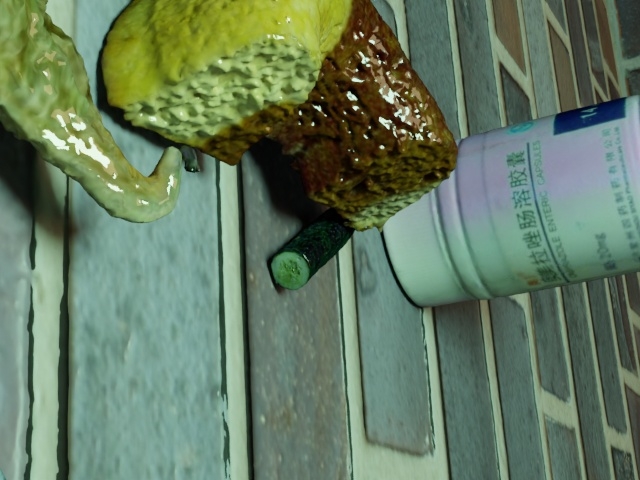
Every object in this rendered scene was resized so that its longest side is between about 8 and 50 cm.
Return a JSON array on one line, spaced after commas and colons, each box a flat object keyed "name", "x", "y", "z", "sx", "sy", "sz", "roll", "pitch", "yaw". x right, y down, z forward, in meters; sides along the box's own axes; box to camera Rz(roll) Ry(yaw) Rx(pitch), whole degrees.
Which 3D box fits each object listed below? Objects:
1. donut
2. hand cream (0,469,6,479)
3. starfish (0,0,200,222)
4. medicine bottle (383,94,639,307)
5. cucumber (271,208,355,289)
[{"name": "donut", "x": -0.009, "y": -0.119, "z": 0.733, "sx": 0.295, "sy": 0.112, "sz": 0.151, "roll": 26, "pitch": 49, "yaw": -54}, {"name": "hand cream", "x": -0.136, "y": 0.130, "z": 0.426, "sx": 0.271, "sy": 0.058, "sz": 0.091, "roll": 65, "pitch": 29, "yaw": -11}, {"name": "starfish", "x": -0.203, "y": -0.136, "z": 0.367, "sx": 0.432, "sy": 0.082, "sz": 0.324, "roll": 67, "pitch": 24, "yaw": -20}, {"name": "medicine bottle", "x": 0.195, "y": -0.032, "z": 0.983, "sx": 0.152, "sy": 0.254, "sz": 0.152, "roll": 42, "pitch": 41, "yaw": -53}, {"name": "cucumber", "x": 0.000, "y": 0.000, "z": 0.814, "sx": 0.133, "sy": 0.032, "sz": 0.032, "roll": -45, "pitch": 119, "yaw": -64}]
